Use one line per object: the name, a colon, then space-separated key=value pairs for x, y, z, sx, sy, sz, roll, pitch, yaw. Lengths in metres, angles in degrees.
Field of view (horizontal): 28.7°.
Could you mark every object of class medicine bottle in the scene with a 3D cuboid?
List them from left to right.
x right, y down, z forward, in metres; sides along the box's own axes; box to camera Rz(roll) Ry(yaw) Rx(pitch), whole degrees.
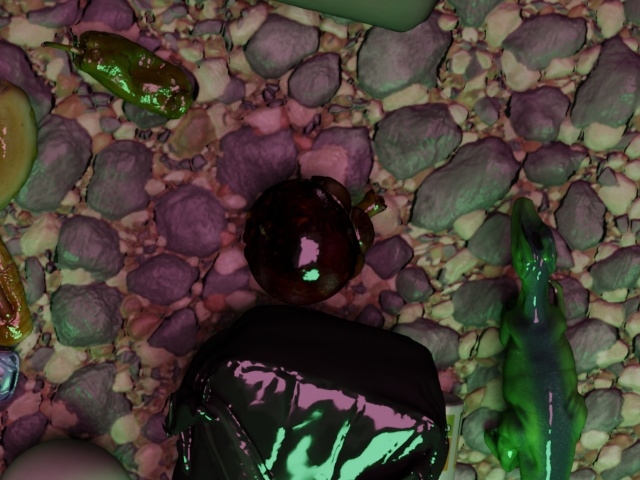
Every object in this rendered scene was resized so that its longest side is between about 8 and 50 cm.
medicine bottle: x=0.145 y=0.324 z=1.771 sx=0.092 sy=0.061 sz=0.220 roll=8 pitch=102 yaw=12

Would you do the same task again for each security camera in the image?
security camera: x=-0.337 y=0.376 z=1.620 sx=0.195 sy=0.194 sz=0.236 roll=10 pitch=99 yaw=-13

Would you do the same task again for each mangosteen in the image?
mangosteen: x=-0.011 y=0.004 z=1.612 sx=0.184 sy=0.172 sz=0.172 roll=15 pitch=100 yaw=-34

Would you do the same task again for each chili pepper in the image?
chili pepper: x=-0.253 y=-0.220 z=1.555 sx=0.204 sy=0.073 sz=0.072 roll=28 pitch=79 yaw=-27

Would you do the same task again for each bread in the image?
bread: x=-0.450 y=-0.120 z=1.510 sx=0.213 sy=0.105 sz=0.213 roll=-5 pitch=99 yaw=-33

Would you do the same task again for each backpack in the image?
backpack: x=-0.039 y=0.318 z=1.627 sx=0.363 sy=0.255 sz=0.445 roll=14 pitch=116 yaw=-6

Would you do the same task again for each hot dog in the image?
hot dog: x=-0.423 y=0.037 z=1.594 sx=0.066 sy=0.047 sz=0.215 roll=-21 pitch=106 yaw=-8

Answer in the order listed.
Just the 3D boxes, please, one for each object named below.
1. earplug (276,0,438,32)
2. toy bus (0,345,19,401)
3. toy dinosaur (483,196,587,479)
earplug: x=-0.047 y=-0.424 z=1.424 sx=0.394 sy=0.312 sz=0.312 roll=9 pitch=101 yaw=-12
toy bus: x=-0.473 y=0.168 z=1.600 sx=0.167 sy=0.076 sz=0.073 roll=11 pitch=101 yaw=-13
toy dinosaur: x=0.306 y=0.238 z=1.602 sx=0.144 sy=0.500 sz=0.374 roll=-6 pitch=139 yaw=-1
